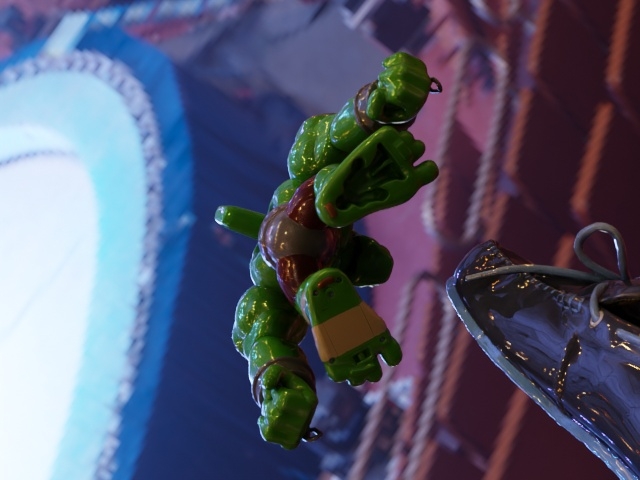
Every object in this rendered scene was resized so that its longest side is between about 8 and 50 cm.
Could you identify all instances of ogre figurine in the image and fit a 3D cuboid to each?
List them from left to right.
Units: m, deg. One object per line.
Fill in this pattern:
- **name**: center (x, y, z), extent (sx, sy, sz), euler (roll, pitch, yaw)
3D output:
- **ogre figurine**: center (0.000, 0.000, 0.954), extent (0.118, 0.097, 0.197), euler (-162, 71, -70)

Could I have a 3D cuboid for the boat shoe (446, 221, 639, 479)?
- **boat shoe**: center (0.158, 0.059, 0.867), extent (0.089, 0.109, 0.258), euler (-57, 42, 8)
